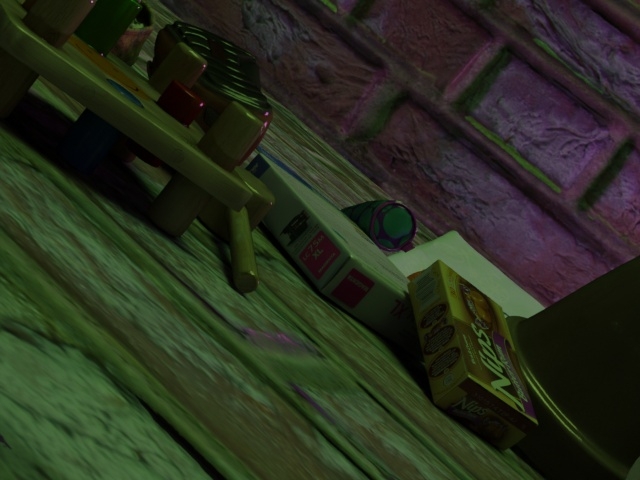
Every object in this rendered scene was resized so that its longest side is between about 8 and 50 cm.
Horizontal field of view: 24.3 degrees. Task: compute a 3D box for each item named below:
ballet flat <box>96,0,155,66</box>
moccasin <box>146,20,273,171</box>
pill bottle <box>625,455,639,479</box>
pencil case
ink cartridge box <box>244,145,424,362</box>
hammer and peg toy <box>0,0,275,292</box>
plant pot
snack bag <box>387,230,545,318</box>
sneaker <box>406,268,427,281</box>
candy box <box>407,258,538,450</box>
[{"bbox_3d":[-0.290,-0.290,1.824,0.123,0.123,0.348,40,6,11],"label":"ballet flat"},{"bbox_3d":[-0.135,-0.151,1.710,0.139,0.147,0.380,21,17,-23],"label":"moccasin"},{"bbox_3d":[0.418,0.292,1.533,0.169,0.169,0.301,44,7,36],"label":"pill bottle"},{"bbox_3d":[0.068,-0.014,1.884,0.070,0.064,0.151,63,-16,-7],"label":"pencil case"},{"bbox_3d":[0.012,0.006,1.709,0.186,0.065,0.311,36,10,-37],"label":"ink cartridge box"},{"bbox_3d":[-0.147,-0.111,1.294,0.361,0.127,0.266,36,7,-29],"label":"hammer and peg toy"},{"bbox_3d":[0.332,0.136,1.641,0.263,0.229,0.263,37,20,-16],"label":"plant pot"},{"bbox_3d":[0.228,0.108,1.920,0.323,0.037,0.342,40,24,17],"label":"snack bag"},{"bbox_3d":[0.138,0.113,1.739,0.175,0.067,0.064,62,0,37],"label":"sneaker"},{"bbox_3d":[0.154,0.116,1.542,0.109,0.053,0.187,36,24,-29],"label":"candy box"}]
